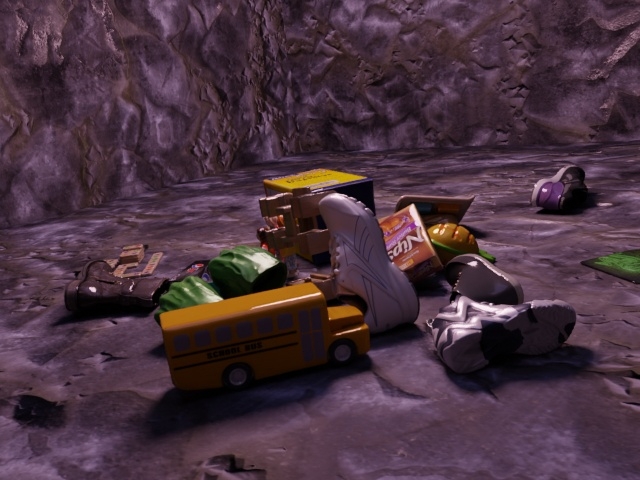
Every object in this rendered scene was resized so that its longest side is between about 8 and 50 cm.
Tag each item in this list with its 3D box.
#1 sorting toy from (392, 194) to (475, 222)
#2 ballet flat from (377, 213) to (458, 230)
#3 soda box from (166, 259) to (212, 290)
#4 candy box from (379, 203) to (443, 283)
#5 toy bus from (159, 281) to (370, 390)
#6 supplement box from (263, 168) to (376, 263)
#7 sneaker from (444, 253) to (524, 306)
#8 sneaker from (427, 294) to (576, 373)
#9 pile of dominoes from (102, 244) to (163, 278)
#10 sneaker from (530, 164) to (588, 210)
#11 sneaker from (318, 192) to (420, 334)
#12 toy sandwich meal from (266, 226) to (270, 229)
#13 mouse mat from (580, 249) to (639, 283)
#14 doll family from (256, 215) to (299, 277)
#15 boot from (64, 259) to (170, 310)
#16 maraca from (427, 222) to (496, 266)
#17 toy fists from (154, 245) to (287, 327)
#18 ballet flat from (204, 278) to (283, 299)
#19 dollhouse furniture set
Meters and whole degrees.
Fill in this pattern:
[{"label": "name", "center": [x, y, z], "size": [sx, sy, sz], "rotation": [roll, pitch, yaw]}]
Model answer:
[{"label": "sorting toy", "center": [0.304, -0.075, 1.900], "size": [0.208, 0.038, 0.193], "rotation": [-2, -19, -2]}, {"label": "ballet flat", "center": [0.254, -0.030, 1.866], "size": [0.232, 0.080, 0.073], "rotation": [-6, 43, 18]}, {"label": "soda box", "center": [-0.309, 0.096, 1.691], "size": [0.060, 0.053, 0.169], "rotation": [-3, 15, 15]}, {"label": "candy box", "center": [0.191, 0.012, 1.532], "size": [0.109, 0.053, 0.186], "rotation": [-29, 40, 12]}, {"label": "toy bus", "center": [-0.090, 0.158, 1.159], "size": [0.333, 0.130, 0.108], "rotation": [-11, 14, -13]}, {"label": "supplement box", "center": [-0.003, -0.079, 1.935], "size": [0.195, 0.194, 0.356], "rotation": [-13, 15, -20]}, {"label": "sneaker", "center": [0.279, 0.086, 1.347], "size": [0.118, 0.083, 0.222], "rotation": [-13, 16, -20]}, {"label": "sneaker", "center": [0.284, 0.130, 1.139], "size": [0.235, 0.094, 0.153], "rotation": [-21, 24, -10]}, {"label": "pile of dominoes", "center": [-0.568, 0.063, 1.997], "size": [0.196, 0.040, 0.251], "rotation": [-8, 13, -3]}, {"label": "sneaker", "center": [0.739, -0.141, 2.044], "size": [0.124, 0.107, 0.283], "rotation": [22, 34, 36]}, {"label": "sneaker", "center": [0.068, 0.040, 1.301], "size": [0.129, 0.297, 0.111], "rotation": [-23, -21, -18]}, {"label": "toy sandwich meal", "center": [-0.146, -0.023, 2.144], "size": [0.086, 0.029, 0.085], "rotation": [-4, 17, 1]}, {"label": "mouse mat", "center": [0.660, 0.052, 1.442], "size": [0.153, 0.007, 0.190], "rotation": [-11, 13, -14]}, {"label": "doll family", "center": [-0.089, -0.005, 1.748], "size": [0.119, 0.163, 0.263], "rotation": [-7, 14, 4]}, {"label": "boot", "center": [-0.472, 0.114, 1.681], "size": [0.229, 0.091, 0.263], "rotation": [-2, 18, 1]}, {"label": "maraca", "center": [0.317, 0.016, 1.597], "size": [0.186, 0.099, 0.127], "rotation": [14, 16, -20]}, {"label": "toy fists", "center": [-0.203, 0.104, 1.404], "size": [0.142, 0.096, 0.279], "rotation": [29, 53, 37]}, {"label": "ballet flat", "center": [-0.171, 0.114, 1.520], "size": [0.203, 0.074, 0.074], "rotation": [-2, 15, 15]}, {"label": "dollhouse furniture set", "center": [0.000, 0.000, 1.493], "size": [0.161, 0.242, 0.212], "rotation": [-15, 8, -26]}]
